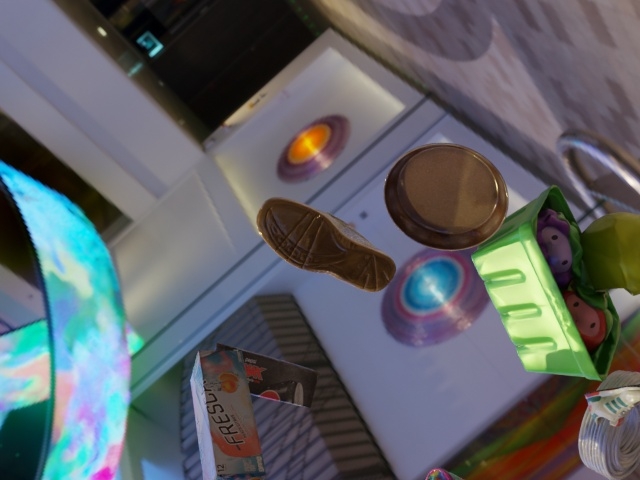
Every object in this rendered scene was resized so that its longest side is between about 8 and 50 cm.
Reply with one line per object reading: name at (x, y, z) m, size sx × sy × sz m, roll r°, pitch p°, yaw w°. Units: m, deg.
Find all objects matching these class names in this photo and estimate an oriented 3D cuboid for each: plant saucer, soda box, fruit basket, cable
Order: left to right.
soda box at (-0.113, 0.218, 0.917) m, size 0.058 × 0.063 × 0.183 m, roll 3°, pitch -141°, yaw -21°
soda box at (-0.081, 0.198, 1.122) m, size 0.169 × 0.060 × 0.053 m, roll 24°, pitch 167°, yaw -41°
plant saucer at (0.171, -0.062, 1.047) m, size 0.168 × 0.168 × 0.029 m, roll 47°, pitch -144°, yaw -15°
fruit basket at (0.552, 0.066, 1.575) m, size 0.392 × 0.392 × 0.283 m, roll 49°, pitch -142°, yaw 0°
cable at (0.701, 0.429, 1.811) m, size 0.089 × 0.257 × 0.257 m, roll 17°, pitch 175°, yaw 46°

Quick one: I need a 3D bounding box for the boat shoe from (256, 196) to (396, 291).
boat shoe at (0.000, 0.000, 1.299) m, size 0.277 × 0.098 × 0.096 m, roll 30°, pitch -166°, yaw -30°

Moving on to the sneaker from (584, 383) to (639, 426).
sneaker at (0.605, 0.330, 1.540) m, size 0.057 × 0.161 × 0.075 m, roll 1°, pitch -107°, yaw -34°

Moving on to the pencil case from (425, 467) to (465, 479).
pencil case at (0.315, 0.556, 1.624) m, size 0.236 × 0.104 × 0.104 m, roll 31°, pitch -167°, yaw -30°
